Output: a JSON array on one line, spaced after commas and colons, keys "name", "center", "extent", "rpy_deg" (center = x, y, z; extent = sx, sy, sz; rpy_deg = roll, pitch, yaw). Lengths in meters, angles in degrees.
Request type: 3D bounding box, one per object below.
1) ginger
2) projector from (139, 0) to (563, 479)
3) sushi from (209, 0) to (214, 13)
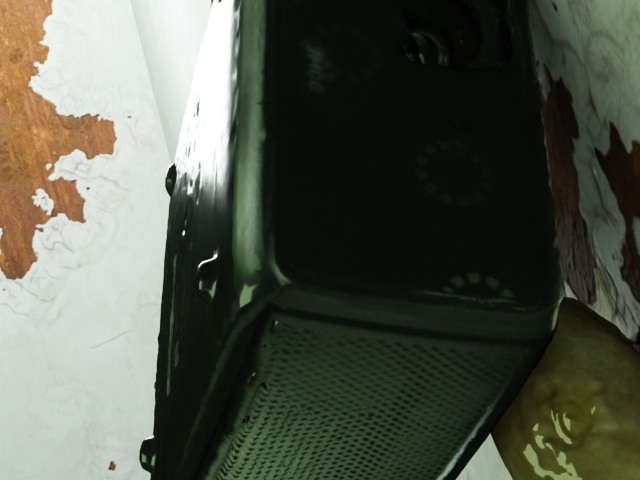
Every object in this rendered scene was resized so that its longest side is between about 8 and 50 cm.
[{"name": "ginger", "center": [0.201, 0.138, 1.064], "extent": [0.152, 0.138, 0.267], "rpy_deg": [27, -146, -44]}, {"name": "projector", "center": [0.000, 0.000, 1.133], "extent": [0.405, 0.242, 0.395], "rpy_deg": [114, 159, -53]}, {"name": "sushi", "center": [-0.065, -0.255, 1.669], "extent": [0.291, 0.131, 0.139], "rpy_deg": [-109, 6, -49]}]
